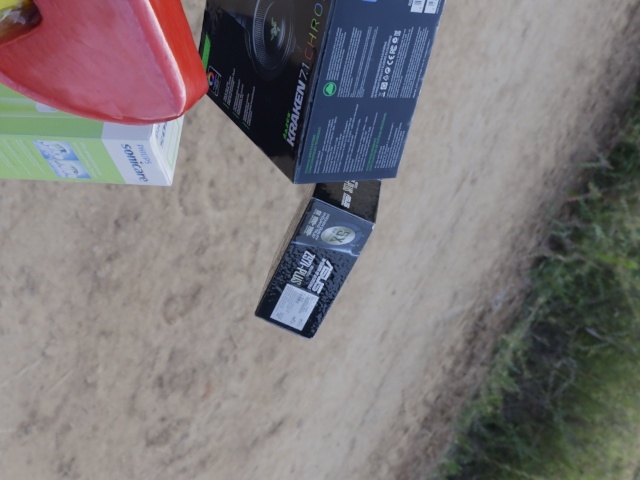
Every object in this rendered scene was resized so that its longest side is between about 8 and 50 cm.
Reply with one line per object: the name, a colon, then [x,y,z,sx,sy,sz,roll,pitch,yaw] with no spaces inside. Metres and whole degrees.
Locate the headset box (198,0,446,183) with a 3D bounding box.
headset box: [-0.015,-0.233,0.878,0.131,0.283,0.246,-5,125,-31]

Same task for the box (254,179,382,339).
box: [0.000,0.000,0.984,0.147,0.078,0.180,-76,-169,-59]

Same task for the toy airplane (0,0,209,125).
toy airplane: [-0.249,-0.240,0.427,0.272,0.384,0.386,-37,151,18]

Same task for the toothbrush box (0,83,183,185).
toothbrush box: [-0.324,-0.191,1.065,0.122,0.283,0.206,79,14,-65]
